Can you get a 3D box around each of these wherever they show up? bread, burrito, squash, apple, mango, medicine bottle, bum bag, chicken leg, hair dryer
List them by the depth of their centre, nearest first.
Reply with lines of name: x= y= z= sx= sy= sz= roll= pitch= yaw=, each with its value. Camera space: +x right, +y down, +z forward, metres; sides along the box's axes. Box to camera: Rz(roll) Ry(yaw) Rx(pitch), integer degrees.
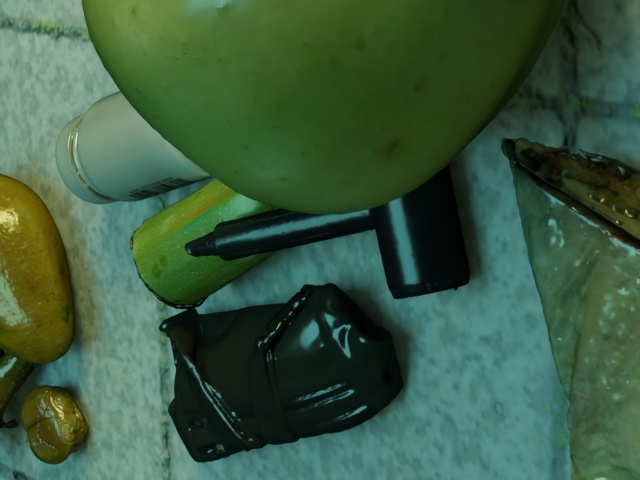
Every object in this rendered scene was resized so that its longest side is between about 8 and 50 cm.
burrito: x=0.235 y=0.085 z=1.241 sx=0.175 sy=0.107 sz=0.347 roll=-10 pitch=93 yaw=34
apple: x=0.007 y=-0.204 z=1.259 sx=0.357 sy=0.357 sz=0.357 roll=13 pitch=108 yaw=47
hair dryer: x=0.000 y=0.000 z=1.470 sx=0.255 sy=0.070 sz=0.128 roll=-14 pitch=89 yaw=32
squash: x=-0.079 y=-0.015 z=1.579 sx=0.188 sy=0.095 sz=0.095 roll=-32 pitch=74 yaw=45
bum bag: x=-0.053 y=0.112 z=1.587 sx=0.326 sy=0.080 sz=0.142 roll=-20 pitch=86 yaw=48
medicine bottle: x=-0.155 y=-0.092 z=1.641 sx=0.187 sy=0.103 sz=0.102 roll=-15 pitch=87 yaw=49
mango: x=-0.321 y=0.025 z=1.849 sx=0.147 sy=0.109 sz=0.227 roll=-48 pitch=67 yaw=30
bread: x=-0.279 y=0.191 z=1.886 sx=0.081 sy=0.046 sz=0.083 roll=-1 pitch=96 yaw=46
chicken leg: x=-0.352 y=0.161 z=1.940 sx=0.207 sy=0.101 sz=0.085 roll=-46 pitch=66 yaw=21
